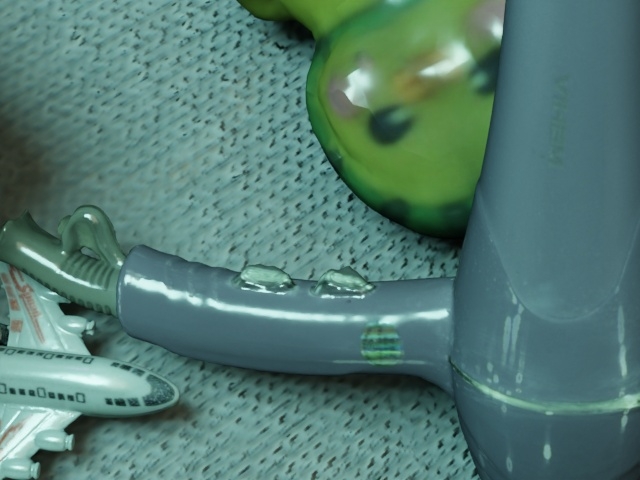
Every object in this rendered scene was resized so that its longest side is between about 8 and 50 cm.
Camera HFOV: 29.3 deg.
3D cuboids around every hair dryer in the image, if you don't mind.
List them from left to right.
[{"bbox_3d":[0.000,0.000,0.612,0.361,0.121,0.301,2,116,11],"label":"hair dryer"}]

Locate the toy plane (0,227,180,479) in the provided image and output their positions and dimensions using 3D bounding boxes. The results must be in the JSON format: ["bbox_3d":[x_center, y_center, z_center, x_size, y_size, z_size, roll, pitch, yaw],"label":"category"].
[{"bbox_3d":[-0.162,0.075,0.667,0.171,0.065,0.162,9,71,-6],"label":"toy plane"}]

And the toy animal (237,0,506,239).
[{"bbox_3d":[0.059,-0.166,0.706,0.216,0.191,0.338,-25,88,24],"label":"toy animal"}]
